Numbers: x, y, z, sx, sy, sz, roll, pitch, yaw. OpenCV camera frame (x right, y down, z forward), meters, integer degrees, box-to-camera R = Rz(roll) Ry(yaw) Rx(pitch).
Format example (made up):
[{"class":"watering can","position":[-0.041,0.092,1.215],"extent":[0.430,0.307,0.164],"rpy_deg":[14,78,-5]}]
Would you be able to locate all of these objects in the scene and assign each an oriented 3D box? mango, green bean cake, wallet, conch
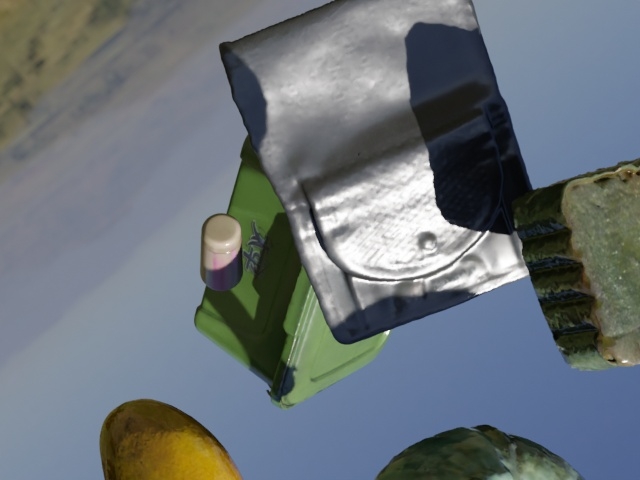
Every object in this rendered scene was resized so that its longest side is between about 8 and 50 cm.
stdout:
[{"class":"mango","position":[-0.104,0.203,1.298],"extent":[0.115,0.178,0.090],"rpy_deg":[-10,-177,34]},{"class":"green bean cake","position":[0.269,0.017,1.562],"extent":[0.181,0.173,0.094],"rpy_deg":[-20,180,-36]},{"class":"wallet","position":[0.068,-0.077,1.640],"extent":[0.247,0.323,0.041],"rpy_deg":[-23,-165,-9]},{"class":"conch","position":[0.124,0.241,1.269],"extent":[0.195,0.220,0.277],"rpy_deg":[-12,148,1]}]

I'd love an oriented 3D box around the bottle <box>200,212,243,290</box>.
[{"class":"bottle","position":[-0.102,0.011,1.769],"extent":[0.045,0.045,0.096],"rpy_deg":[-42,160,-22]}]

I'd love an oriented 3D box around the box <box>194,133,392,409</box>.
[{"class":"box","position":[0.000,0.000,2.011],"extent":[0.253,0.178,0.328],"rpy_deg":[-20,136,-54]}]
